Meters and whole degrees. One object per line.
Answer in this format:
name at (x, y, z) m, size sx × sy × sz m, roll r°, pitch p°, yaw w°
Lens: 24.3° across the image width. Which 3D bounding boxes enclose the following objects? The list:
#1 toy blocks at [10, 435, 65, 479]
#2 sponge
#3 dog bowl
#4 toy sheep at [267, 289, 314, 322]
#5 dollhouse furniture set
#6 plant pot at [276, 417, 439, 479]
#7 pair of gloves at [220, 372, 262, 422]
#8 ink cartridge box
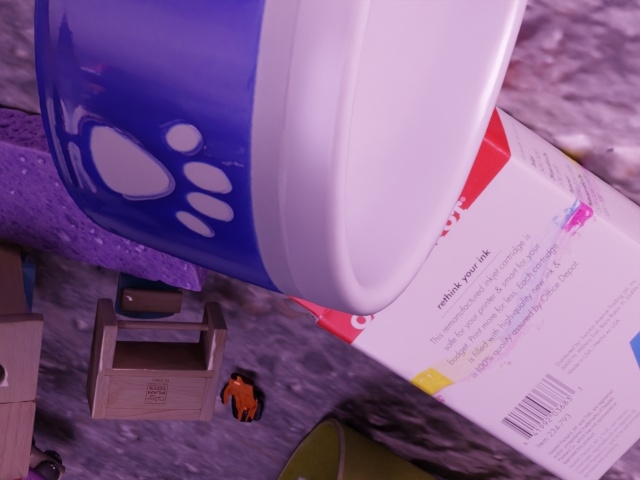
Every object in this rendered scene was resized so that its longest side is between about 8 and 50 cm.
toy blocks at (-0.386, 0.222, 1.157) m, size 0.288 × 0.260 × 0.309 m, roll 36°, pitch 176°, yaw -5°
sponge at (-0.174, -0.033, 0.970) m, size 0.210 × 0.031 × 0.117 m, roll 14°, pitch 145°, yaw 14°
dog bowl at (0.007, -0.112, 0.532) m, size 0.104 × 0.265 × 0.265 m, roll 16°, pitch 147°, yaw 15°
toy sheep at (0.000, 0.000, 0.866) m, size 0.091 × 0.091 × 0.132 m, roll -21°, pitch 113°, yaw 47°
dollhouse furniture set at (-0.174, 0.080, 1.034) m, size 0.183 × 0.129 × 0.129 m, roll 3°, pitch 117°, yaw -16°
plant pot at (0.089, 0.312, 1.101) m, size 0.293 × 0.275 × 0.275 m, roll 23°, pitch 147°, yaw -9°
pair of gloves at (-0.083, 0.113, 1.142) m, size 0.083 × 0.010 × 0.074 m, roll 20°, pitch 148°, yaw 11°
ink cartridge box at (0.089, 0.014, 0.784) m, size 0.231 × 0.078 × 0.134 m, roll 34°, pitch 112°, yaw -15°
